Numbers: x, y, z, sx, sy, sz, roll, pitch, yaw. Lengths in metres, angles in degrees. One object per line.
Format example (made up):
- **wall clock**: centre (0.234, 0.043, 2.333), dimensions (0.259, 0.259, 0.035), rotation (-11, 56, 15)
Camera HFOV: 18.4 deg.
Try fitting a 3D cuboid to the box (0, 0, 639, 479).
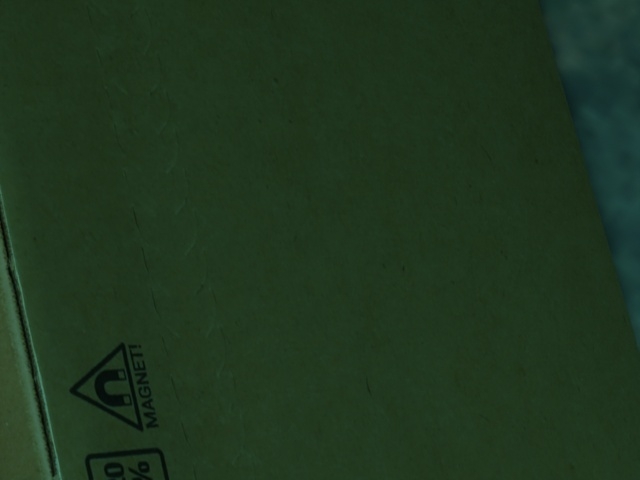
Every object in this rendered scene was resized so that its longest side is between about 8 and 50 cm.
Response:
- **box**: centre (0.000, 0.000, 0.380), dimensions (0.021, 0.164, 0.201), rotation (-27, 71, 41)
